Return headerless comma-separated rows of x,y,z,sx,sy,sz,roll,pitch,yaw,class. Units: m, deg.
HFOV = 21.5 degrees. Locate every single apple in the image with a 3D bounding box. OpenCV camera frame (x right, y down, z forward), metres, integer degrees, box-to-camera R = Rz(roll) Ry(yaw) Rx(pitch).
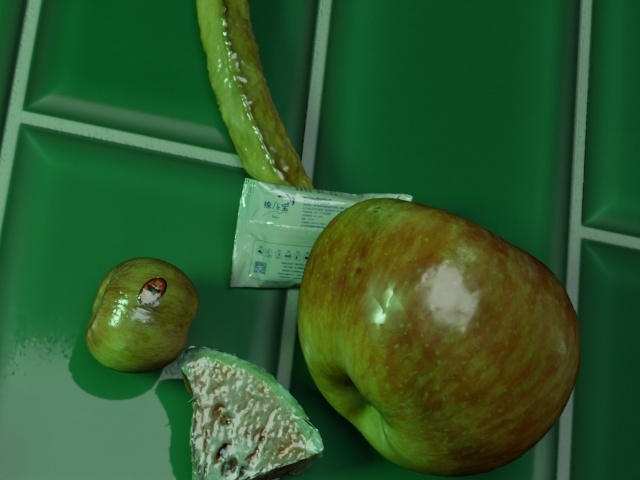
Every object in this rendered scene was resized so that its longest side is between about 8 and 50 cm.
0.114,0.108,1.747,0.309,0.277,0.250,26,82,1,apple
-0.184,0.079,1.744,0.102,0.126,0.126,23,67,-14,apple

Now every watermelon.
-0.097,0.201,1.763,0.187,0.071,0.139,40,72,-10,watermelon

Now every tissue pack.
0.000,0.000,1.853,0.193,0.026,0.122,6,104,-15,tissue pack

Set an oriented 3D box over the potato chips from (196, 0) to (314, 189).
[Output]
-0.090,-0.219,1.910,0.080,0.057,0.407,-5,73,-32,potato chips
